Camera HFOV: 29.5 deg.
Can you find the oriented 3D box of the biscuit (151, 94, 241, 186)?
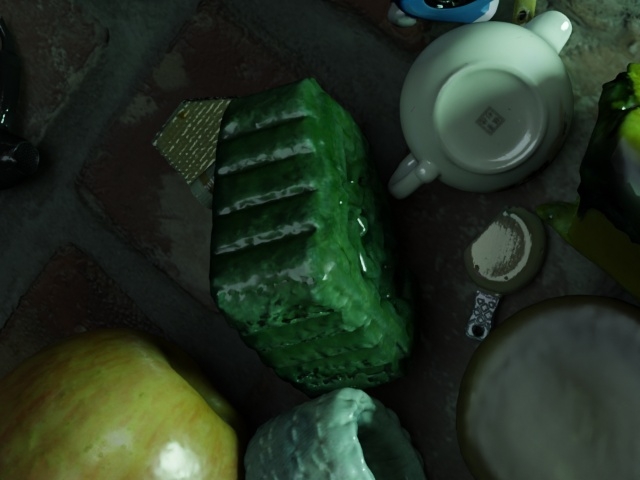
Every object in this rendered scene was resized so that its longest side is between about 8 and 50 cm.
[{"bbox_3d":[-0.109,-0.101,1.640,0.250,0.046,0.147,45,106,20],"label":"biscuit"}]

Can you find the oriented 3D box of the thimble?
[{"bbox_3d":[0.037,0.302,1.459,0.172,0.205,0.250,-27,105,22],"label":"thimble"}]

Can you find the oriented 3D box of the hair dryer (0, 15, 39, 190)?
[{"bbox_3d":[-0.501,-0.205,1.831,0.235,0.091,0.272,1,75,35],"label":"hair dryer"}]

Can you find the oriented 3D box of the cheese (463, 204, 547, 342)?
[{"bbox_3d":[0.210,0.036,1.482,0.092,0.047,0.171,40,104,23],"label":"cheese"}]

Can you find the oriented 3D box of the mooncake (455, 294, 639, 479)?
[{"bbox_3d":[0.305,0.199,1.369,0.284,0.155,0.284,-1,88,27],"label":"mooncake"}]

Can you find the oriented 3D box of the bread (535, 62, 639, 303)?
[{"bbox_3d":[0.428,-0.008,1.284,0.376,0.251,0.208,37,136,22],"label":"bread"}]

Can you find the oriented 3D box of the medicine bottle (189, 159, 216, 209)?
[{"bbox_3d":[-0.128,-0.084,1.596,0.083,0.047,0.047,-41,71,18],"label":"medicine bottle"}]

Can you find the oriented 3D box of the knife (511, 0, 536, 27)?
[{"bbox_3d":[0.260,-0.405,1.501,0.047,0.017,0.298,9,91,32],"label":"knife"}]

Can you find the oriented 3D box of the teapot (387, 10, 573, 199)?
[{"bbox_3d":[0.189,-0.154,1.457,0.298,0.139,0.204,-39,104,15],"label":"teapot"}]

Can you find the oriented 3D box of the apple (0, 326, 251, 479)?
[{"bbox_3d":[-0.259,0.299,1.510,0.391,0.391,0.346,43,97,21],"label":"apple"}]

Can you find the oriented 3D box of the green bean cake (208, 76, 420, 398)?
[{"bbox_3d":[0.000,0.000,1.456,0.169,0.300,0.308,-14,58,20],"label":"green bean cake"}]

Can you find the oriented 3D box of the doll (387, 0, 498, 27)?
[{"bbox_3d":[0.123,-0.429,1.445,0.284,0.240,0.310,-32,66,50],"label":"doll"}]
